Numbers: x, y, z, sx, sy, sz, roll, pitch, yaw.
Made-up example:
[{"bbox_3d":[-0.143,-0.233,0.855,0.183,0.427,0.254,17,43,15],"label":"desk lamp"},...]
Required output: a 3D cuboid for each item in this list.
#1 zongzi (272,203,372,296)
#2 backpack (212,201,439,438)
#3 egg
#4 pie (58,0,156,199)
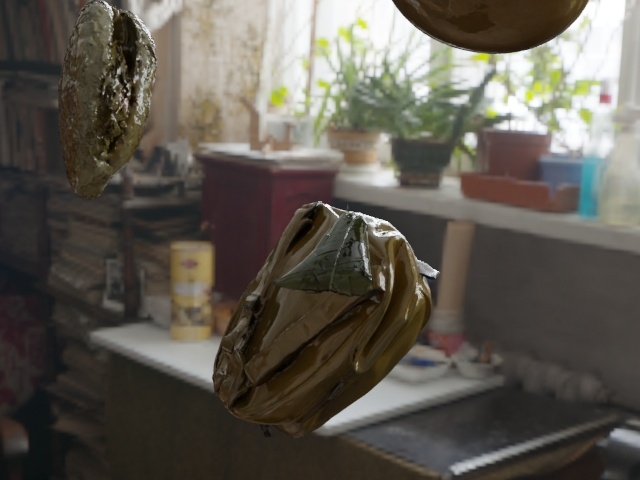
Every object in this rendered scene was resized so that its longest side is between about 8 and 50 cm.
[{"bbox_3d":[0.000,0.000,1.458,0.130,0.154,0.062,2,-34,-7],"label":"zongzi"},{"bbox_3d":[-0.002,0.125,1.692,0.201,0.378,0.353,40,9,-28],"label":"backpack"},{"bbox_3d":[0.245,-0.429,1.618,0.301,0.301,0.374,-5,24,-31],"label":"egg"},{"bbox_3d":[-0.208,-0.133,1.025,0.079,0.193,0.163,9,-22,-28],"label":"pie"}]
